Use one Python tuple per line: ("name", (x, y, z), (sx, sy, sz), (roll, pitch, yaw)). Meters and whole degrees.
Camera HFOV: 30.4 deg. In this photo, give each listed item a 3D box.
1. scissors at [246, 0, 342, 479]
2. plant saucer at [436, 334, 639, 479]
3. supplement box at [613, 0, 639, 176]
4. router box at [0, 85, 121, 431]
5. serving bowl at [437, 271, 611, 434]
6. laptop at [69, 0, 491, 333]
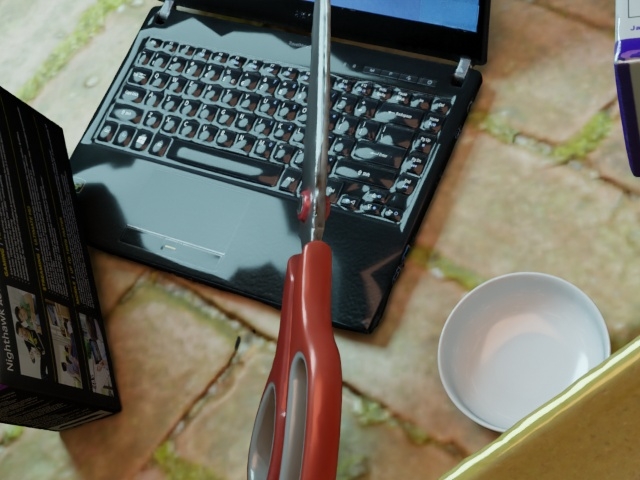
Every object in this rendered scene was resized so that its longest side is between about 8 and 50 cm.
("scissors", (0.000, 0.000, 0.565), (0.021, 0.109, 0.297), (10, 85, -14))
("plant saucer", (0.179, 0.179, 0.401), (0.332, 0.081, 0.333), (-38, 42, 11))
("supplement box", (0.208, -0.156, 0.596), (0.113, 0.111, 0.220), (-3, 64, 18))
("router box", (-0.167, 0.004, 0.617), (0.046, 0.133, 0.179), (-19, 72, 10))
("serving bowl", (0.100, 0.058, 0.575), (0.083, 0.027, 0.083), (-8, 62, 15))
("laptop", (-0.040, -0.118, 0.651), (0.234, 0.136, 0.264), (16, 71, 27))
